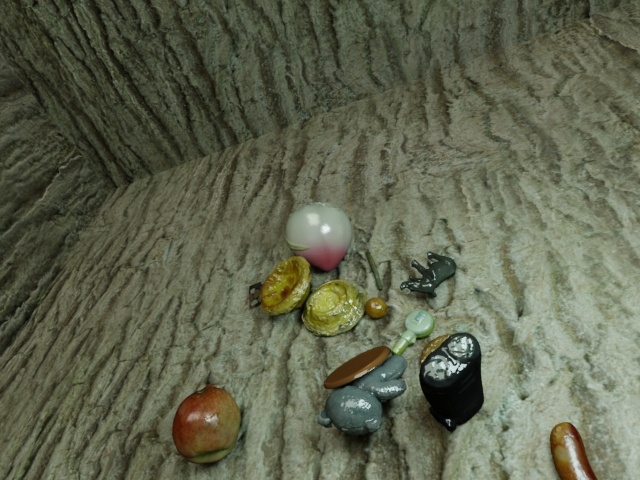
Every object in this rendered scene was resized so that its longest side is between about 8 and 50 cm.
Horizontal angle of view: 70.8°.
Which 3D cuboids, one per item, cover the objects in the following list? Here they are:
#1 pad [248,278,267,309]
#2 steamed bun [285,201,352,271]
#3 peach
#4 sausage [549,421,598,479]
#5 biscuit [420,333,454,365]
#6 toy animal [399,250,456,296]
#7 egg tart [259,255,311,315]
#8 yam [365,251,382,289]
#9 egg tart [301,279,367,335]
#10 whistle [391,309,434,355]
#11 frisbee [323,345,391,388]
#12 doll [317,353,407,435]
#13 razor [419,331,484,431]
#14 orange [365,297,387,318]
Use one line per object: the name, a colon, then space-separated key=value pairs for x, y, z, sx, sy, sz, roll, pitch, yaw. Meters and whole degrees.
pad: x=-0.220 y=0.219 z=2.046 sx=0.235 sy=0.003 sz=0.158 roll=-22 pitch=37 yaw=7
steamed bun: x=0.000 y=0.000 z=1.968 sx=0.309 sy=0.309 sz=0.309 roll=-17 pitch=38 yaw=14
peach: x=-0.382 y=0.600 z=1.512 sx=0.232 sy=0.232 sz=0.256 roll=-23 pitch=47 yaw=5
sausage: x=0.630 y=0.574 z=1.055 sx=0.103 sy=0.076 sz=0.302 roll=-18 pitch=38 yaw=-1
biscuit: x=0.416 y=0.384 z=1.448 sx=0.188 sy=0.027 sz=0.187 roll=-16 pitch=40 yaw=13
toy animal: x=0.406 y=0.124 z=1.690 sx=0.245 sy=0.114 sz=0.146 roll=-41 pitch=39 yaw=-17
egg tart: x=-0.131 y=0.202 z=1.882 sx=0.295 sy=0.116 sz=0.294 roll=-33 pitch=35 yaw=26
yam: x=0.226 y=0.122 z=1.876 sx=0.027 sy=0.029 sz=0.234 roll=-59 pitch=26 yaw=30
egg tart: x=0.046 y=0.250 z=1.776 sx=0.279 sy=0.095 sz=0.278 roll=-17 pitch=40 yaw=14
whistle: x=0.313 y=0.320 z=1.561 sx=0.198 sy=0.057 sz=0.104 roll=-42 pitch=39 yaw=-20
frisbee: x=0.118 y=0.412 z=1.473 sx=0.251 sy=0.021 sz=0.251 roll=-30 pitch=-3 yaw=-2
doll: x=0.160 y=0.487 z=1.411 sx=0.246 sy=0.158 sz=0.340 roll=-10 pitch=11 yaw=37
razor: x=0.365 y=0.388 z=1.232 sx=0.189 sy=0.326 sz=0.107 roll=-37 pitch=45 yaw=-13
orange: x=0.208 y=0.254 z=1.688 sx=0.085 sy=0.085 sz=0.085 roll=-17 pitch=38 yaw=14
